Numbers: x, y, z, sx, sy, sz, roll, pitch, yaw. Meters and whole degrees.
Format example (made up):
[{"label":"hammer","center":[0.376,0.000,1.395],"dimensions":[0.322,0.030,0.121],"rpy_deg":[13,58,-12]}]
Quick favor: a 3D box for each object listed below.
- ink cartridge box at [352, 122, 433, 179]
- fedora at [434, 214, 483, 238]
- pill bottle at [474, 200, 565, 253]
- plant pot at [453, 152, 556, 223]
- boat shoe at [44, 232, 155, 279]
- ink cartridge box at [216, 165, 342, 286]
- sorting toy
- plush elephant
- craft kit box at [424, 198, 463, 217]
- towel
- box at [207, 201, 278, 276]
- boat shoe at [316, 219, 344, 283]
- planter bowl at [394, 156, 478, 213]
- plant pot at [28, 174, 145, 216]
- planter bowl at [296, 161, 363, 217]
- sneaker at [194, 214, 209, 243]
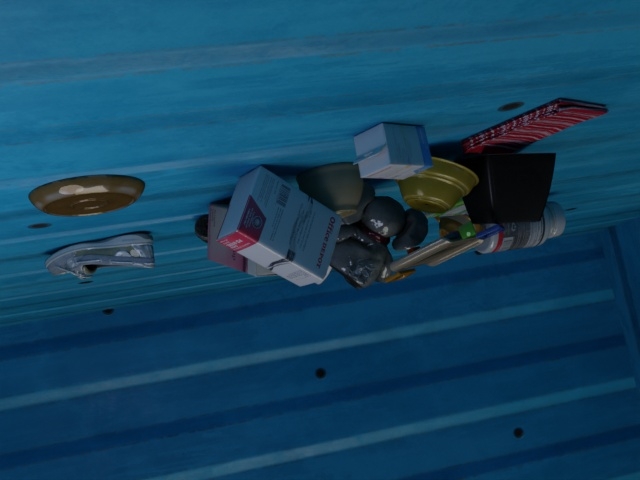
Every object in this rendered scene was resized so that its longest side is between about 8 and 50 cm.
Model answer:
[{"label":"ink cartridge box","center":[0.141,-0.181,1.530],"dimensions":[0.143,0.090,0.092],"rpy_deg":[-1,167,-41]},{"label":"fedora","center":[0.464,-0.036,2.586],"dimensions":[0.194,0.079,0.194],"rpy_deg":[24,162,9]},{"label":"pill bottle","center":[0.701,-0.058,2.672],"dimensions":[0.318,0.176,0.176],"rpy_deg":[-7,171,-19]},{"label":"plant pot","center":[0.453,-0.125,1.855],"dimensions":[0.187,0.167,0.188],"rpy_deg":[-3,-178,-16]},{"label":"boat shoe","center":[-0.617,0.057,2.098],"dimensions":[0.320,0.103,0.118],"rpy_deg":[-12,171,6]},{"label":"ink cartridge box","center":[-0.087,-0.027,1.666],"dimensions":[0.237,0.172,0.100],"rpy_deg":[31,150,-26]},{"label":"sorting toy","center":[0.284,0.020,1.859],"dimensions":[0.347,0.047,0.196],"rpy_deg":[-30,163,36]},{"label":"plush elephant","center":[0.123,-0.020,1.995],"dimensions":[0.272,0.255,0.330],"rpy_deg":[37,175,-16]},{"label":"craft kit box","center":[0.491,-0.132,2.367],"dimensions":[0.246,0.061,0.250],"rpy_deg":[-9,171,-28]},{"label":"towel","center":[0.477,-0.249,1.690],"dimensions":[0.199,0.031,0.275],"rpy_deg":[-4,169,-41]},{"label":"box","center":[-0.166,-0.008,1.835],"dimensions":[0.127,0.149,0.232],"rpy_deg":[-3,-169,-37]},{"label":"boat shoe","center":[0.000,0.000,2.169],"dimensions":[0.096,0.277,0.098],"rpy_deg":[8,-152,-21]},{"label":"planter bowl","center":[0.261,-0.121,1.791],"dimensions":[0.217,0.090,0.217],"rpy_deg":[14,168,3]},{"label":"plant pot","center":[-0.486,-0.088,1.574],"dimensions":[0.236,0.032,0.236],"rpy_deg":[-9,171,-1]},{"label":"planter bowl","center":[0.030,-0.110,1.788],"dimensions":[0.162,0.109,0.162],"rpy_deg":[-10,171,-1]},{"label":"sneaker","center":[-0.230,-0.031,2.066],"dimensions":[0.227,0.087,0.130],"rpy_deg":[-6,172,-9]}]
